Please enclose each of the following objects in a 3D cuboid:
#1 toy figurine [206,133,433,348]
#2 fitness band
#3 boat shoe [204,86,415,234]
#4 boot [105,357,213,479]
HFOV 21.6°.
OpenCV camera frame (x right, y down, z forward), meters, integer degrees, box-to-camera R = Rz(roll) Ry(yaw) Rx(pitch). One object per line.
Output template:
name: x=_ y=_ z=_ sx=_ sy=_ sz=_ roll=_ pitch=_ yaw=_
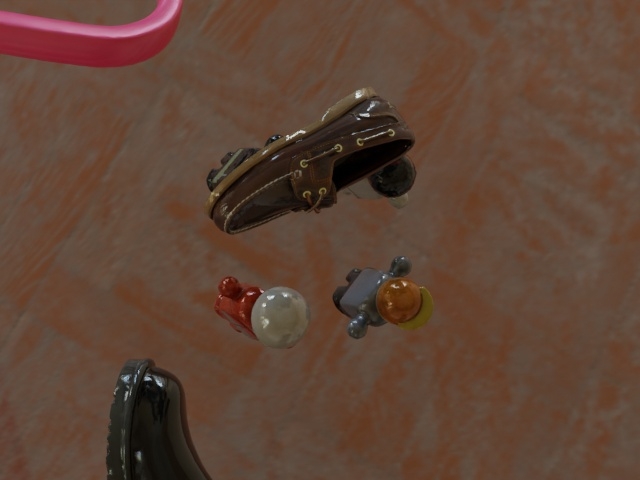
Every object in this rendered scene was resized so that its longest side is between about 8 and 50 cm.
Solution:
toy figurine: x=0.000 y=0.000 z=1.659 sx=0.209 sy=0.148 sz=0.213 roll=-3 pitch=94 yaw=-24
fitness band: x=-0.295 y=-0.277 z=1.831 sx=0.290 sy=0.054 sz=0.209 roll=7 pitch=47 yaw=-12
boat shoe: x=-0.006 y=-0.063 z=1.516 sx=0.207 sy=0.073 sz=0.073 roll=-35 pitch=71 yaw=-18
boot: x=-0.086 y=0.292 z=1.820 sx=0.260 sy=0.131 sz=0.348 roll=-5 pitch=92 yaw=5
